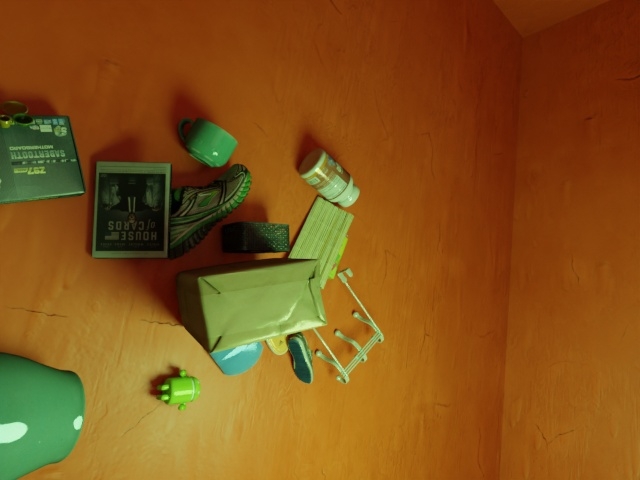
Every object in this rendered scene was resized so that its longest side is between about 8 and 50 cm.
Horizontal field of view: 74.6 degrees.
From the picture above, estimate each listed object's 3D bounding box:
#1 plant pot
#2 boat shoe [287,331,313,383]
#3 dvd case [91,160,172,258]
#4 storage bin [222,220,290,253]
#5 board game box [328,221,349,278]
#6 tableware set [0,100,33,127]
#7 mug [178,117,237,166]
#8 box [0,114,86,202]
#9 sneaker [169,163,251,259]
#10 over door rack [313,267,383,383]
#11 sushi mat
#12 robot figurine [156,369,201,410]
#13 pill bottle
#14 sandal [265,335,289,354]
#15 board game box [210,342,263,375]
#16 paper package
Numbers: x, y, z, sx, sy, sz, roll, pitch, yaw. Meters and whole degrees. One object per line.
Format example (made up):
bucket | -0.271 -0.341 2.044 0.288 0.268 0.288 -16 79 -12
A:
plant pot | -0.614 0.337 0.791 0.255 0.271 0.272 24 70 -53
boat shoe | -0.051 0.383 1.378 0.066 0.066 0.183 -46 130 -56
dvd case | -0.462 -0.075 1.038 0.179 0.029 0.239 0 84 -6
storage bin | -0.192 -0.006 1.261 0.180 0.122 0.085 1 85 -41
board game box | 0.032 0.035 1.502 0.092 0.043 0.182 36 63 -33
tableware set | -0.680 -0.290 0.882 0.104 0.024 0.154 -22 65 -44
mug | -0.322 -0.270 1.186 0.129 0.157 0.098 35 82 -52
box | -0.660 -0.176 0.917 0.232 0.059 0.184 -13 95 -40
sneaker | -0.322 -0.110 1.153 0.344 0.134 0.146 -50 116 -32
over door rack | 0.069 0.291 1.465 0.239 0.108 0.325 -39 109 -36
sushi mat | 0.000 0.000 1.440 0.151 0.019 0.317 26 62 -3
robot figurine | -0.368 0.393 1.105 0.115 0.067 0.101 10 67 -40
pill bottle | 0.036 -0.214 1.480 0.216 0.121 0.121 37 63 -33
sandal | -0.148 0.238 1.304 0.102 0.076 0.266 -38 110 -37
board game box | -0.253 0.311 1.233 0.133 0.033 0.169 -37 115 -19
paper package | -0.186 0.142 1.074 0.309 0.324 0.168 -9 92 -26
